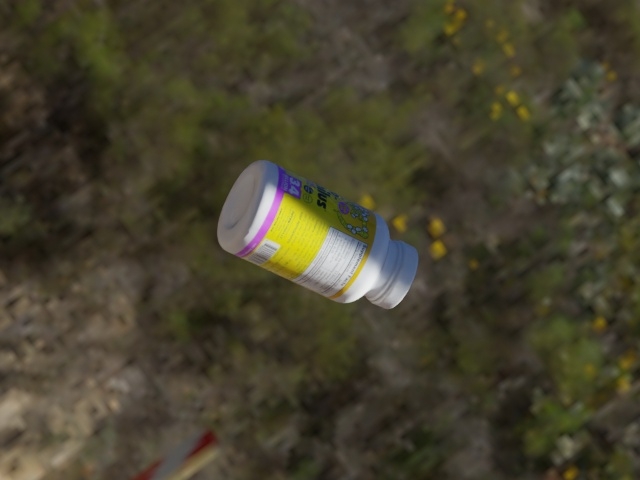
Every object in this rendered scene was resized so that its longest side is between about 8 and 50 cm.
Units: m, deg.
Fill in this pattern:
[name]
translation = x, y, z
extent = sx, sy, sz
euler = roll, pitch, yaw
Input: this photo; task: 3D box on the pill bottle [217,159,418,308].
[pill bottle]
translation = 0.000, 0.000, 0.866
extent = 0.083, 0.043, 0.043
euler = 25, 5, -21
